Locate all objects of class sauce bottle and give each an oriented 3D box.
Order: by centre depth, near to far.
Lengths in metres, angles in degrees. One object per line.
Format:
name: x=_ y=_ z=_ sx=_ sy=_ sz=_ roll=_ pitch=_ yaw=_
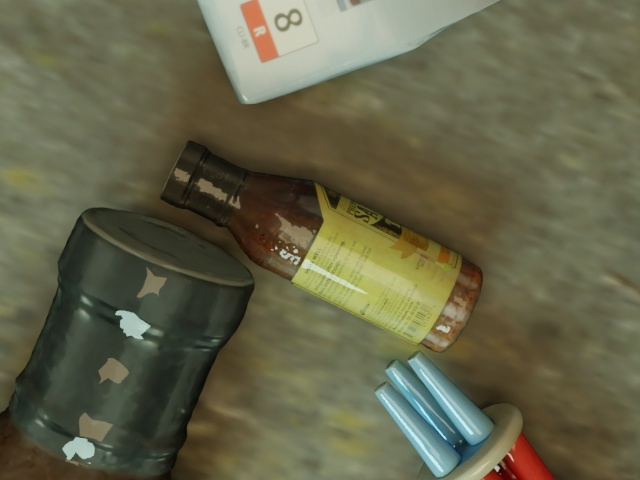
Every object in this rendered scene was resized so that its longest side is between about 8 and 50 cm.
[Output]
sauce bottle: x=-0.123 y=0.156 z=0.504 sx=0.111 sy=0.111 sz=0.344 roll=21 pitch=100 yaw=-4
sauce bottle: x=0.000 y=0.000 z=0.511 sx=0.128 sy=0.042 sz=0.042 roll=27 pitch=99 yaw=-7

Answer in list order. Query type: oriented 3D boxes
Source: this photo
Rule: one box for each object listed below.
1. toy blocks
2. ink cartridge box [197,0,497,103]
toy blocks: x=0.051 y=0.128 z=0.528 sx=0.123 sy=0.054 sz=0.148 roll=-40 pitch=98 yaw=6
ink cartridge box: x=0.028 y=-0.147 z=0.480 sx=0.179 sy=0.045 sz=0.145 roll=-19 pitch=103 yaw=7
